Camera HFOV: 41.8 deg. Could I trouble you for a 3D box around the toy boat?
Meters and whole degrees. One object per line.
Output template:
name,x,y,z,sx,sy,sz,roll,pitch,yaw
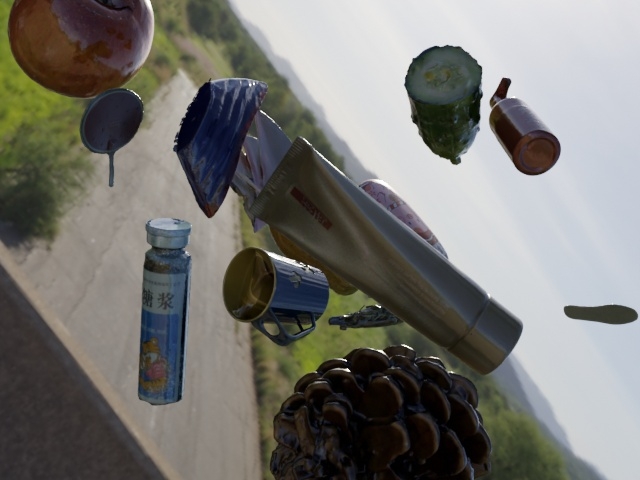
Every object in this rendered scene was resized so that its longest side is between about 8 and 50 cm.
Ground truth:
toy boat,-0.066,-0.108,1.139,0.318,0.071,0.219,14,68,-47

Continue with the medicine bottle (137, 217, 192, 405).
medicine bottle,-0.161,0.074,0.867,0.051,0.051,0.191,-112,-153,-74

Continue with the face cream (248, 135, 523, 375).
face cream,0.079,0.026,0.983,0.341,0.137,0.084,37,42,-2

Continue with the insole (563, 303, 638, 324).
insole,0.544,0.142,1.634,0.152,0.002,0.053,1,-53,42

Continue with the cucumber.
cucumber,0.224,-0.214,1.463,0.134,0.134,0.244,56,-7,35

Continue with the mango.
mango,0.004,-0.005,2.088,0.329,0.176,0.176,43,39,-10

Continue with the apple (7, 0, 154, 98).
apple,-0.362,-0.329,1.292,0.210,0.173,0.235,31,39,-22

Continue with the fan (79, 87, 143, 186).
fan,-0.245,-0.119,0.988,0.005,0.085,0.133,38,-46,32

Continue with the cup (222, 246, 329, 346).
cup,-0.067,0.105,1.471,0.155,0.131,0.177,13,47,-47

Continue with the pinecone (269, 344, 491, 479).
pinecone,0.056,0.233,0.962,0.257,0.244,0.243,5,33,-29

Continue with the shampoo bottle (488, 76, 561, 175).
shampoo bottle,0.338,-0.199,1.448,0.085,0.085,0.244,51,15,-29

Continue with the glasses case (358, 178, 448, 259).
glasses case,0.178,-0.029,1.847,0.103,0.067,0.267,-22,65,-46

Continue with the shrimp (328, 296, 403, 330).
shrimp,0.121,0.133,1.700,0.150,0.217,0.051,85,-8,-61
